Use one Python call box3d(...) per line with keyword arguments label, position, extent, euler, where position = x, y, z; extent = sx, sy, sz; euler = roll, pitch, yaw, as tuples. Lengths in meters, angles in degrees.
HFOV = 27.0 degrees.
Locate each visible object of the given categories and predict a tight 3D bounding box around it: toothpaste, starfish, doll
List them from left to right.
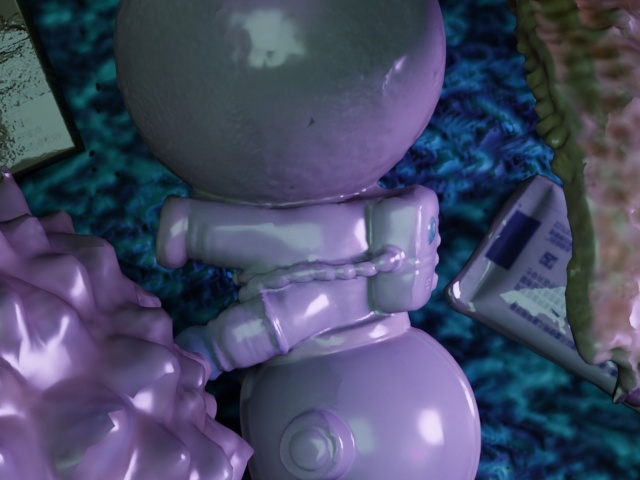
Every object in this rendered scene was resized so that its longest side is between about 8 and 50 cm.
box3d(label="doll", position=(0.000, 0.000, 0.577), extent=(0.150, 0.151, 0.287), euler=(-12, 92, 4))
box3d(label="starfish", position=(0.108, -0.114, 0.521), extent=(0.432, 0.324, 0.082), euler=(43, 132, 6))
box3d(label="toothpaste", position=(0.185, 0.072, 0.605), extent=(0.268, 0.047, 0.069), euler=(35, 110, 7))

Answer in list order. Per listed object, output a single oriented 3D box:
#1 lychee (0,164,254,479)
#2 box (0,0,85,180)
box3d(label="lychee", position=(-0.228, 0.155, 0.479), extent=(0.432, 0.380, 0.380), euler=(-34, 87, -10))
box3d(label="box", position=(-0.154, -0.072, 0.644), extent=(0.053, 0.024, 0.083), euler=(-24, 89, 3))
